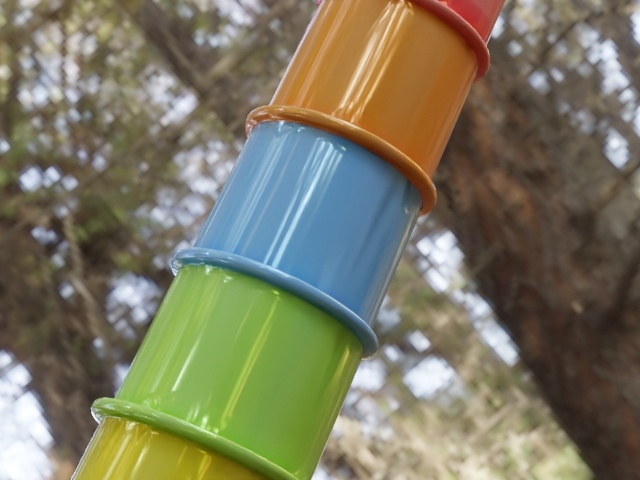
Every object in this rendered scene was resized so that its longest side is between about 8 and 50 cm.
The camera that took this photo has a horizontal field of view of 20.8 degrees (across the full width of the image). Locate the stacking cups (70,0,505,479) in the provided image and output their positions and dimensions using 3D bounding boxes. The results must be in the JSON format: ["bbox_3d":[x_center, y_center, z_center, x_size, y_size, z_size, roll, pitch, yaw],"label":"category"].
[{"bbox_3d":[0.000,0.000,0.653,0.316,0.096,0.096,-63,-11,-15],"label":"stacking cups"}]
